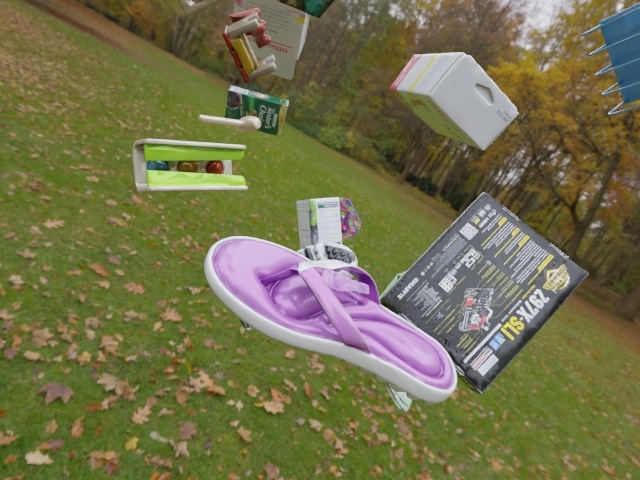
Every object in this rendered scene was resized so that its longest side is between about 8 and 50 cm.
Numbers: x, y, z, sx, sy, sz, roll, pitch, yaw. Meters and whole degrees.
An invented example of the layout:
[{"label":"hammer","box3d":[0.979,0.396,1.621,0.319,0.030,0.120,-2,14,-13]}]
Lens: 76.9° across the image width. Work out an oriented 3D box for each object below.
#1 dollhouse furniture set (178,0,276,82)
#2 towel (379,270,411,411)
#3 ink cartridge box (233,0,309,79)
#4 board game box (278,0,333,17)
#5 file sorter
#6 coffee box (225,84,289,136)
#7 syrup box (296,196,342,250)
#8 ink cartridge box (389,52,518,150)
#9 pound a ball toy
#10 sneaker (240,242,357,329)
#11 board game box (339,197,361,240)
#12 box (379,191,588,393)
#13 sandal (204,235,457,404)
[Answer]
[{"label":"dollhouse furniture set","box3d":[-0.227,-0.506,0.774,0.201,0.152,0.374,-99,168,-50]},{"label":"towel","box3d":[0.228,0.276,1.107,0.038,0.248,0.324,2,-50,48]},{"label":"ink cartridge box","box3d":[-0.134,-0.666,1.160,0.207,0.353,0.119,16,57,-5]},{"label":"board game box","box3d":[0.005,-0.574,0.871,0.126,0.186,0.026,-6,74,-42]},{"label":"file sorter","box3d":[0.573,-0.332,0.729,0.118,0.105,0.170,-5,-66,63]},{"label":"coffee box","box3d":[-0.198,-0.399,1.249,0.184,0.113,0.040,13,42,-9]},{"label":"syrup box","box3d":[0.000,0.000,1.142,0.093,0.236,0.096,-7,5,-28]},{"label":"ink cartridge box","box3d":[0.431,-0.480,1.371,0.279,0.160,0.384,35,14,-20]},{"label":"pound a ball toy","box3d":[-0.324,-0.236,1.083,0.319,0.207,0.136,-8,10,-41]},{"label":"sneaker","box3d":[-0.036,0.100,0.832,0.118,0.292,0.109,26,42,-46]},{"label":"board game box","box3d":[0.075,-0.078,1.539,0.168,0.133,0.033,63,10,-9]},{"label":"box","box3d":[0.322,0.098,0.822,0.257,0.322,0.079,43,-8,13]},{"label":"sandal","box3d":[0.043,0.090,0.576,0.417,0.102,0.169,30,29,-18]}]
